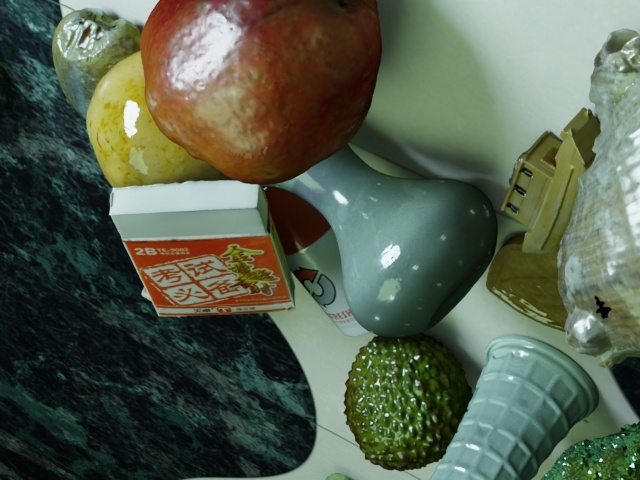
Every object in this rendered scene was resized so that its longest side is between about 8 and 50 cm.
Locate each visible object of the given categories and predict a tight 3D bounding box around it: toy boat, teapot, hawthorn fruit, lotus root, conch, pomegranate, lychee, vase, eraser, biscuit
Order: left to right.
[{"bbox_3d":[-0.236,-0.178,1.894,0.113,0.088,0.192,19,147,17],"label":"lotus root"},{"bbox_3d":[-0.155,-0.120,1.800,0.196,0.196,0.196,27,150,17],"label":"pomegranate"},{"bbox_3d":[-0.120,0.012,1.809,0.157,0.038,0.230,-2,150,8],"label":"eraser"},{"bbox_3d":[-0.039,-0.179,1.580,0.224,0.224,0.261,40,128,-6],"label":"hawthorn fruit"},{"bbox_3d":[0.049,-0.028,1.735,0.251,0.183,0.183,41,152,12],"label":"teapot"},{"bbox_3d":[0.103,0.182,1.991,0.171,0.171,0.171,27,150,17],"label":"lychee"},{"bbox_3d":[0.175,0.260,1.869,0.143,0.299,0.143,27,150,17],"label":"vase"},{"bbox_3d":[0.221,-0.057,1.613,0.077,0.057,0.200,37,152,12],"label":"toy boat"},{"bbox_3d":[0.256,0.047,1.751,0.220,0.029,0.142,-5,131,50],"label":"biscuit"},{"bbox_3d":[0.325,0.001,1.448,0.297,0.210,0.352,-7,133,32],"label":"conch"}]

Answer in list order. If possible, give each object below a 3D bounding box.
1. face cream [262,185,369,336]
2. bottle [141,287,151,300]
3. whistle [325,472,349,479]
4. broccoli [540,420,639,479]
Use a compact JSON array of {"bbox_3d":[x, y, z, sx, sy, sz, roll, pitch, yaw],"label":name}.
[{"bbox_3d":[0.000,0.000,1.888,0.096,0.096,0.214,-7,129,51],"label":"face cream"},{"bbox_3d":[-0.146,0.002,2.005,0.147,0.147,0.236,35,156,2],"label":"bottle"},{"bbox_3d":[0.092,0.438,2.409,0.288,0.106,0.131,30,114,16],"label":"whistle"},{"bbox_3d":[0.356,0.313,1.785,0.308,0.275,0.308,-3,125,-4],"label":"broccoli"}]
